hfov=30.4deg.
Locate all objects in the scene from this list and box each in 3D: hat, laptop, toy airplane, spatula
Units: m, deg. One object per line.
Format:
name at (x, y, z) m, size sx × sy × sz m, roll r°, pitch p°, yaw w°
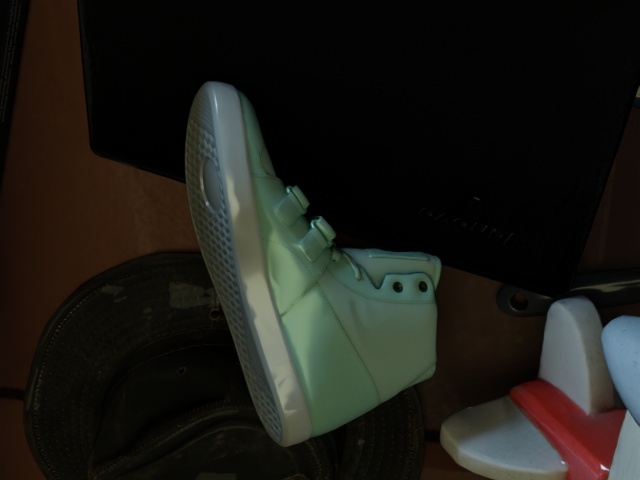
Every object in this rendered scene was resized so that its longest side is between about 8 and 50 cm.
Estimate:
hat at (-0.087, 0.170, 0.911) m, size 0.331 × 0.134 × 0.331 m, roll 2°, pitch 109°, yaw 7°
laptop at (0.048, -0.224, 0.798) m, size 0.382 × 0.236 × 0.407 m, roll 17°, pitch 81°, yaw 10°
toy airplane at (0.222, 0.212, 0.752) m, size 0.384 × 0.272 × 0.386 m, roll -30°, pitch 91°, yaw 54°
spatula at (0.277, 0.023, 0.866) m, size 0.297 × 0.030 × 0.084 m, roll -9°, pitch 105°, yaw 11°

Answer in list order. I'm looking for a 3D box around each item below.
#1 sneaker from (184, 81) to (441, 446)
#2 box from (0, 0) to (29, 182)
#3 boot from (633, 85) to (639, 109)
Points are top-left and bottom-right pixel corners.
sneaker at (0.000, 0.000, 0.832) m, size 0.151 × 0.094 × 0.255 m, roll -18°, pitch 97°, yaw -21°
box at (-0.346, -0.067, 0.774) m, size 0.179 × 0.312 × 0.343 m, roll 15°, pitch 109°, yaw 3°
boot at (0.246, -0.174, 0.787) m, size 0.086 × 0.069 × 0.190 m, roll 22°, pitch 110°, yaw 7°
